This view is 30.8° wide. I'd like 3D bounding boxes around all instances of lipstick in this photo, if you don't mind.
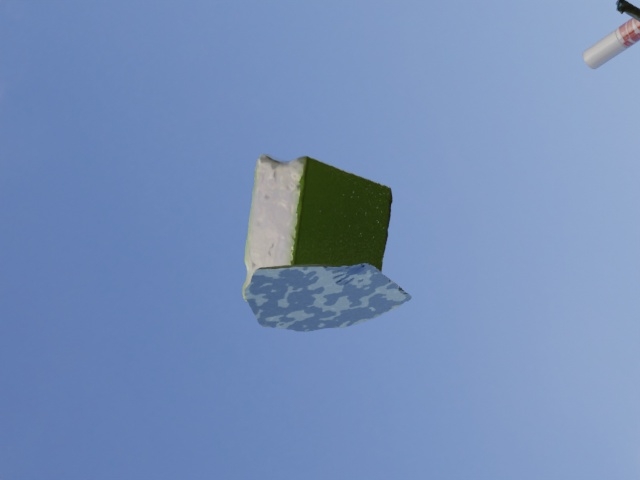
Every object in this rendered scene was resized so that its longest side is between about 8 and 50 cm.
[{"bbox_3d":[0.489,-0.327,1.900,0.038,0.131,0.038,17,-121,-30],"label":"lipstick"}]

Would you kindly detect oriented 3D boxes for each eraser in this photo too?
[{"bbox_3d":[0.000,0.000,1.625,0.274,0.092,0.210,18,-102,-62],"label":"eraser"}]

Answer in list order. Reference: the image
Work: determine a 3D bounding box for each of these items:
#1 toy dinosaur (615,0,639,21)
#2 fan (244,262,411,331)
[{"bbox_3d":[0.607,-0.306,1.779,0.363,0.076,0.147,-6,-112,-28],"label":"toy dinosaur"},{"bbox_3d":[0.003,0.058,1.219,0.240,0.131,0.009,13,-136,-46],"label":"fan"}]
